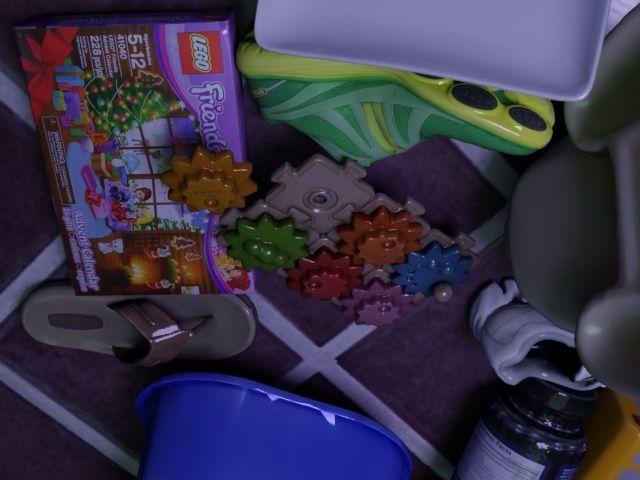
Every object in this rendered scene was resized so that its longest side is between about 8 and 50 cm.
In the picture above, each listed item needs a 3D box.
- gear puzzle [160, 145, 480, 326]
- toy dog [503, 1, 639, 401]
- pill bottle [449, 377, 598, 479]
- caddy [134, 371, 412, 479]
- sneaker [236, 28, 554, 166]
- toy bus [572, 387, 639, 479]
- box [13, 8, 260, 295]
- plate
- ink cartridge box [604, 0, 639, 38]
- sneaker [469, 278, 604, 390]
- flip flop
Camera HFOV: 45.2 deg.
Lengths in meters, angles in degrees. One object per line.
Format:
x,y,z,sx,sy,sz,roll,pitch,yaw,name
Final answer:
0.000,0.000,0.749,0.338,0.044,0.175,29,132,-32,gear puzzle
0.397,0.009,0.656,0.407,0.285,0.395,2,162,-13,toy dog
0.233,0.252,0.894,0.122,0.123,0.219,19,105,-7,pill bottle
-0.062,0.265,0.901,0.341,0.179,0.241,19,140,-8,caddy
0.066,-0.129,0.697,0.295,0.109,0.124,17,143,22,sneaker
0.338,0.337,0.952,0.130,0.108,0.333,20,118,-7,toy bus
-0.174,-0.080,0.780,0.200,0.057,0.294,-1,119,3,box
0.101,-0.267,0.605,0.277,0.045,0.278,13,99,14,plate
0.259,-0.238,0.656,0.139,0.082,0.191,23,119,-9,ink cartridge box
0.313,0.112,0.827,0.291,0.118,0.110,-1,117,2,sneaker
-0.208,0.100,0.868,0.276,0.080,0.112,3,119,2,flip flop
